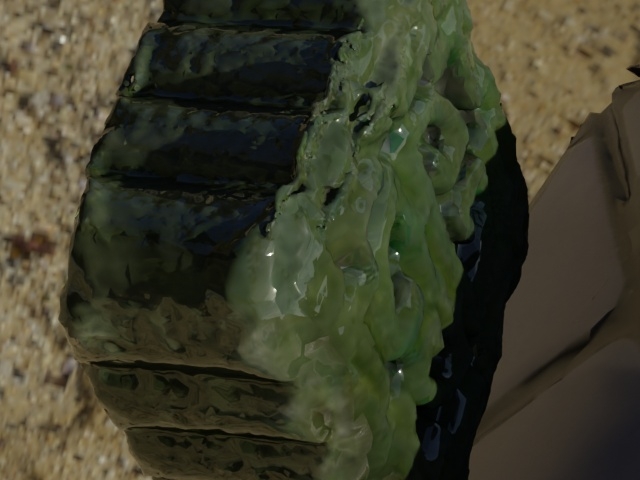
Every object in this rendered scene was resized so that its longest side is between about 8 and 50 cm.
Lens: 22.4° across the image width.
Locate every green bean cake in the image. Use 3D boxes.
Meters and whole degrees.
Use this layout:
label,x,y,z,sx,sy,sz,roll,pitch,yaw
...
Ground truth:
label,x,y,z,sx,sy,sz,roll,pitch,yaw
green bean cake,0.000,0.000,0.528,0.094,0.185,0.183,3,52,24

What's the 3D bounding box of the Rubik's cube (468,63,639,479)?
label,x,y,z,sx,sy,sz,roll,pitch,yaw
Rubik's cube,0.227,0.113,0.630,0.307,0.305,0.310,42,67,-19
